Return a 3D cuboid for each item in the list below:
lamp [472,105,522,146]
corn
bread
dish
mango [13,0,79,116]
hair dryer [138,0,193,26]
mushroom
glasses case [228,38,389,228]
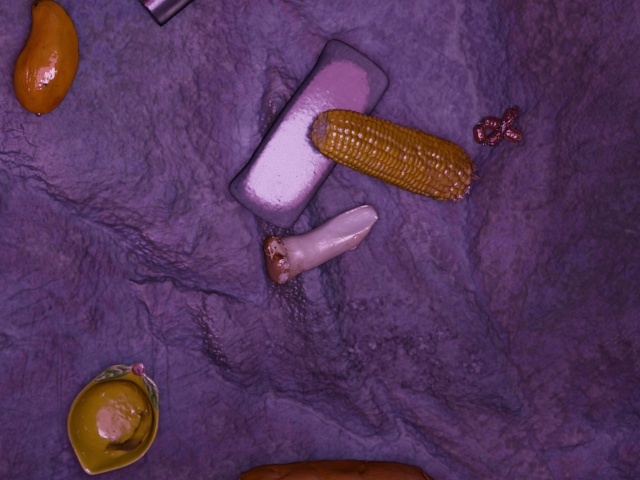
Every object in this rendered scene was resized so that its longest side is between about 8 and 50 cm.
[{"bbox_3d":[0.304,-0.194,1.838,0.083,0.031,0.063,-12,95,0],"label":"lamp"},{"bbox_3d":[0.121,-0.142,1.751,0.305,0.106,0.106,16,94,-29],"label":"corn"},{"bbox_3d":[0.033,0.452,1.790,0.344,0.195,0.148,0,115,-6],"label":"bread"},{"bbox_3d":[-0.341,0.292,1.794,0.149,0.080,0.207,28,93,-4],"label":"dish"},{"bbox_3d":[-0.444,-0.295,1.735,0.098,0.075,0.190,11,87,-12],"label":"mango"},{"bbox_3d":[-0.265,-0.505,1.739,0.195,0.078,0.248,-40,92,-3],"label":"hair dryer"},{"bbox_3d":[0.000,0.000,1.808,0.209,0.071,0.084,-24,72,-6],"label":"mushroom"},{"bbox_3d":[-0.018,-0.176,1.785,0.131,0.074,0.323,35,91,-6],"label":"glasses case"}]
